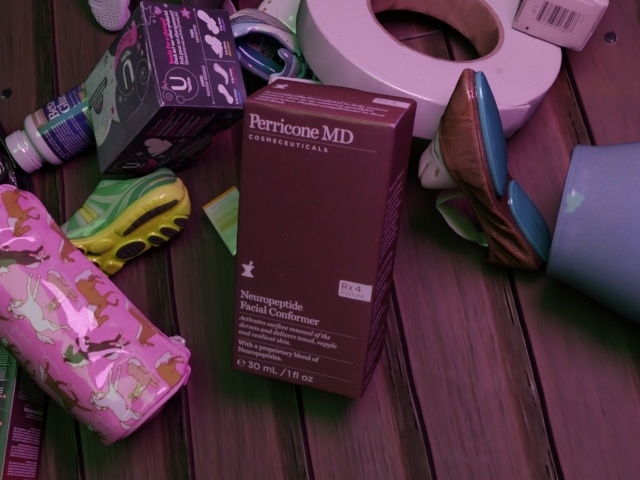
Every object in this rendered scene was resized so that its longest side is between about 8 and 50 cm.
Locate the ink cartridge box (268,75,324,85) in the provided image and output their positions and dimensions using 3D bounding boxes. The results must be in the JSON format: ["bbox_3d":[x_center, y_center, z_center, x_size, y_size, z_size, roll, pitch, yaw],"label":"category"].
[{"bbox_3d":[-0.010,-0.139,1.207,0.128,0.176,0.128,9,73,12],"label":"ink cartridge box"}]

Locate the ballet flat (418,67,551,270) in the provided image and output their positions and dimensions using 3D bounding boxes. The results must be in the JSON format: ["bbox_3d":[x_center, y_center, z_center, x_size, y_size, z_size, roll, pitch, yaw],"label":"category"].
[{"bbox_3d":[0.204,-0.074,1.085,0.124,0.342,0.116,-9,49,27],"label":"ballet flat"}]

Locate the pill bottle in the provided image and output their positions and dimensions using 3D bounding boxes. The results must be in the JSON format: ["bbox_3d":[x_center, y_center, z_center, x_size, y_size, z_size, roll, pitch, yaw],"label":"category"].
[{"bbox_3d":[-0.418,-0.181,1.336,0.169,0.094,0.094,-31,69,-2],"label":"pill bottle"}]

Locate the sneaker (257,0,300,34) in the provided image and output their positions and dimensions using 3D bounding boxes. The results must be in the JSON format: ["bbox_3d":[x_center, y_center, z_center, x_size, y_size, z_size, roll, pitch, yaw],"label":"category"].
[{"bbox_3d":[-0.066,-0.427,1.351,0.169,0.108,0.292,-38,71,-7],"label":"sneaker"}]

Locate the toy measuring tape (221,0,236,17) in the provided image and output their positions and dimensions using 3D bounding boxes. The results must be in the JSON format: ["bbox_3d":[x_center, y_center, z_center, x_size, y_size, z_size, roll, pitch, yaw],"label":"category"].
[{"bbox_3d":[-0.172,-0.496,1.407,0.121,0.121,0.330,-29,86,-1],"label":"toy measuring tape"}]

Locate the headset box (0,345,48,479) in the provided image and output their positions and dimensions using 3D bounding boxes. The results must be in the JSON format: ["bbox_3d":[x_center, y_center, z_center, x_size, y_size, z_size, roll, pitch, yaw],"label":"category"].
[{"bbox_3d":[-0.524,0.292,1.187,0.217,0.110,0.294,-2,71,10],"label":"headset box"}]

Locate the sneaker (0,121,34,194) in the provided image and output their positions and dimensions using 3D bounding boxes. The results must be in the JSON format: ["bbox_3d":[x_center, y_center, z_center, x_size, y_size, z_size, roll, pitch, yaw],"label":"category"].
[{"bbox_3d":[-0.605,-0.027,1.277,0.257,0.169,0.448,0,69,12],"label":"sneaker"}]

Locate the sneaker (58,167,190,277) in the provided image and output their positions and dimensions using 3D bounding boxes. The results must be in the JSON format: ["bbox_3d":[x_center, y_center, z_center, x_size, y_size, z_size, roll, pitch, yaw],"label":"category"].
[{"bbox_3d":[-0.334,-0.018,1.278,0.295,0.109,0.124,-24,40,6],"label":"sneaker"}]

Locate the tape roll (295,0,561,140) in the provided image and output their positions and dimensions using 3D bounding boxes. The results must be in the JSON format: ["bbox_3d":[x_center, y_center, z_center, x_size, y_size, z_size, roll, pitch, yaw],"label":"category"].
[{"bbox_3d":[0.158,-0.299,1.192,0.391,0.072,0.392,9,50,-11],"label":"tape roll"}]

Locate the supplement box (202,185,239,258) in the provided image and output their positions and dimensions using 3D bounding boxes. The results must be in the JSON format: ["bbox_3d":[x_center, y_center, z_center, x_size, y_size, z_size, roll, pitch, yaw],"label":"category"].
[{"bbox_3d":[-0.128,-0.025,1.264,0.062,0.036,0.098,-33,69,-2],"label":"supplement box"}]

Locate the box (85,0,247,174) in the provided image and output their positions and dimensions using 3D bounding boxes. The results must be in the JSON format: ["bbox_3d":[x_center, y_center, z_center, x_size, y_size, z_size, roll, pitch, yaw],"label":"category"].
[{"bbox_3d":[-0.235,-0.216,1.211,0.142,0.247,0.164,-5,75,-36],"label":"box"}]

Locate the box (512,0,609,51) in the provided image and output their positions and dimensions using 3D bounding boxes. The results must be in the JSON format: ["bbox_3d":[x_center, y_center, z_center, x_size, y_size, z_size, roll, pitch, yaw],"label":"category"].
[{"bbox_3d":[0.376,-0.414,1.223,0.113,0.094,0.275,20,56,2],"label":"box"}]

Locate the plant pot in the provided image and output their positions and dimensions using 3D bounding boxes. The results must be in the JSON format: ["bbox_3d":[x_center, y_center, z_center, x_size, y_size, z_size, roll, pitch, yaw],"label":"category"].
[{"bbox_3d":[0.428,-0.013,1.041,0.255,0.272,0.272,13,74,16],"label":"plant pot"}]

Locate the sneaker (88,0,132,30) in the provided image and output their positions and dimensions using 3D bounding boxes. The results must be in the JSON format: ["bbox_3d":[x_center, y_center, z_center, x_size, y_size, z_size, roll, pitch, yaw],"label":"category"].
[{"bbox_3d":[-0.325,-0.501,1.425,0.101,0.153,0.269,11,109,29],"label":"sneaker"}]

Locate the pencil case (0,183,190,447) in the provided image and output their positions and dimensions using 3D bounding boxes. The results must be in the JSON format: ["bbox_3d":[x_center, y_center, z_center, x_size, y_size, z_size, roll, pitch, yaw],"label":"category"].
[{"bbox_3d":[-0.356,0.099,1.139,0.386,0.167,0.160,45,122,0],"label":"pencil case"}]

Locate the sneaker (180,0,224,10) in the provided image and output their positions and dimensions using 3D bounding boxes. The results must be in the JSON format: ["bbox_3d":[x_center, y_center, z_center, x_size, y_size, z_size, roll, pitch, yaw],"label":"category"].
[{"bbox_3d":[-0.132,-0.458,1.288,0.130,0.109,0.287,19,88,8],"label":"sneaker"}]

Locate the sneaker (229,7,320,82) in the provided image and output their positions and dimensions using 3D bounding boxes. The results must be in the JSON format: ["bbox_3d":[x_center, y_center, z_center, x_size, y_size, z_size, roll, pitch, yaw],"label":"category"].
[{"bbox_3d":[-0.026,-0.255,1.244,0.282,0.122,0.110,20,113,-1],"label":"sneaker"}]

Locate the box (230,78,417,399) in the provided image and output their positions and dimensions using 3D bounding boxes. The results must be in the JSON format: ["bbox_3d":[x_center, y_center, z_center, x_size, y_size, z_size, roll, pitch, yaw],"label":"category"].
[{"bbox_3d":[0.000,0.000,1.070,0.191,0.143,0.382,11,113,14],"label":"box"}]
